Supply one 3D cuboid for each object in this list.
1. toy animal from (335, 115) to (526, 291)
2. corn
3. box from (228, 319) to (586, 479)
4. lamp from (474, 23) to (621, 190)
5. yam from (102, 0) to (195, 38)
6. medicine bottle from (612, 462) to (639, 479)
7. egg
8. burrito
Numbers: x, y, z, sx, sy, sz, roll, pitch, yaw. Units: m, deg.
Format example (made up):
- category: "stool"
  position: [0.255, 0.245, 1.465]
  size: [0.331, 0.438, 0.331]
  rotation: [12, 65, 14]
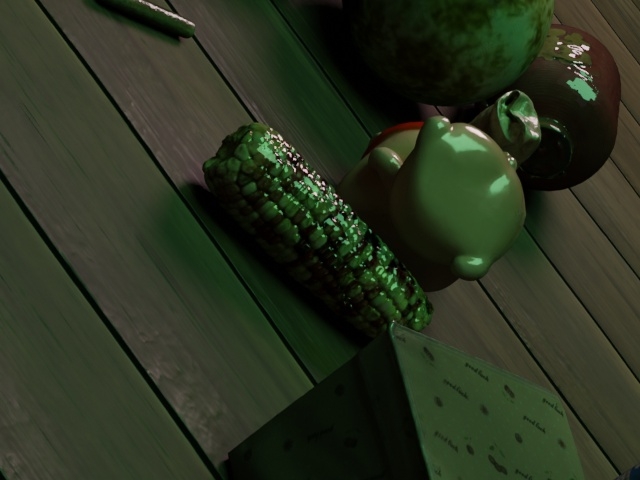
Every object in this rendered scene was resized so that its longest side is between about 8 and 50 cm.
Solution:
- category: "toy animal"
  position: [0.108, -0.041, 1.643]
  size: [0.171, 0.171, 0.198]
  rotation: [45, -11, -12]
- category: "corn"
  position: [0.000, 0.000, 1.520]
  size: [0.253, 0.086, 0.086]
  rotation: [44, 28, -16]
- category: "box"
  position: [0.091, 0.253, 1.240]
  size: [0.225, 0.190, 0.297]
  rotation: [24, 39, -41]
- category: "lamp"
  position: [0.269, -0.164, 2.023]
  size: [0.180, 0.180, 0.258]
  rotation: [43, 28, -14]
- category: "yam"
  position: [-0.166, -0.218, 1.602]
  size: [0.116, 0.021, 0.021]
  rotation: [19, 41, -44]
- category: "medicine bottle"
  position: [0.286, 0.265, 1.529]
  size: [0.105, 0.168, 0.105]
  rotation: [36, 31, -26]
- category: "egg"
  position: [0.144, -0.286, 1.904]
  size: [0.238, 0.238, 0.289]
  rotation: [35, 39, -27]
- category: "burrito"
  position: [0.172, -0.098, 1.746]
  size: [0.275, 0.059, 0.082]
  rotation: [132, -63, -74]
